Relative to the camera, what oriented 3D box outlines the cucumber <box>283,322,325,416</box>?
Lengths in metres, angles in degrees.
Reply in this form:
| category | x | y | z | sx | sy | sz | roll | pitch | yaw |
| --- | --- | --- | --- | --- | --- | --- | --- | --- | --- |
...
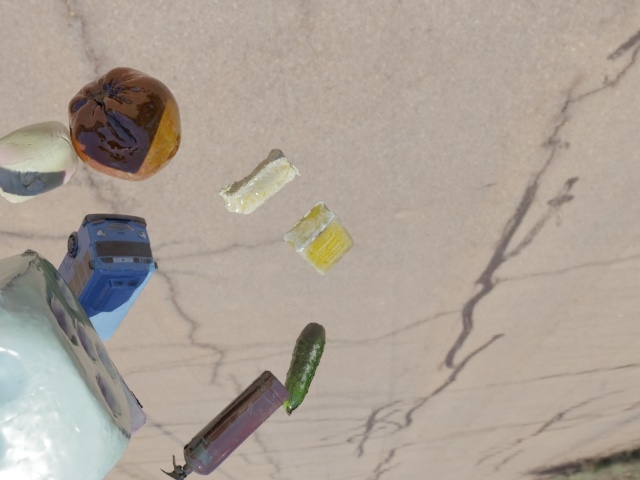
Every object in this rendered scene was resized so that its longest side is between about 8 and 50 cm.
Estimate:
| category | x | y | z | sx | sy | sz | roll | pitch | yaw |
| --- | --- | --- | --- | --- | --- | --- | --- | --- | --- |
| cucumber | -0.038 | 0.270 | 1.394 | 0.069 | 0.227 | 0.069 | 12 | 140 | 10 |

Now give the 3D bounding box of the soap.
| category | x | y | z | sx | sy | sz | roll | pitch | yaw |
| --- | --- | --- | --- | --- | --- | --- | --- | --- | --- |
| soap | 0.000 | 0.000 | 2.066 | 0.173 | 0.089 | 0.274 | -46 | 156 | -2 |

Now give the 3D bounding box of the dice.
| category | x | y | z | sx | sy | sz | roll | pitch | yaw |
| --- | --- | --- | --- | --- | --- | --- | --- | --- | --- |
| dice | -0.404 | 0.189 | 0.790 | 0.268 | 0.262 | 0.265 | -27 | -162 | -13 |

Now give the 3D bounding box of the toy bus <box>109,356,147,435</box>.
| category | x | y | z | sx | sy | sz | roll | pitch | yaw |
| --- | --- | --- | --- | --- | --- | --- | --- | --- | --- |
| toy bus | -0.512 | 0.301 | 1.435 | 0.138 | 0.317 | 0.112 | -32 | -170 | -23 |

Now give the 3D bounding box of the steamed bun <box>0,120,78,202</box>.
| category | x | y | z | sx | sy | sz | roll | pitch | yaw |
| --- | --- | --- | --- | --- | --- | --- | --- | --- | --- |
| steamed bun | -0.738 | -0.199 | 1.711 | 0.239 | 0.153 | 0.170 | -35 | 142 | -31 |

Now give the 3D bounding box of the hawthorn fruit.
| category | x | y | z | sx | sy | sz | roll | pitch | yaw |
| --- | --- | --- | --- | --- | --- | --- | --- | --- | --- |
| hawthorn fruit | -0.463 | -0.267 | 1.617 | 0.277 | 0.277 | 0.298 | -12 | 146 | 9 |

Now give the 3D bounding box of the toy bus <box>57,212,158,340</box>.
| category | x | y | z | sx | sy | sz | roll | pitch | yaw |
| --- | --- | --- | --- | --- | --- | --- | --- | --- | --- |
| toy bus | -0.375 | 0.069 | 1.111 | 0.116 | 0.133 | 0.234 | 4 | 140 | -41 |

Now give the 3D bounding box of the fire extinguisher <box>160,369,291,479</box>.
| category | x | y | z | sx | sy | sz | roll | pitch | yaw |
| --- | --- | --- | --- | --- | --- | --- | --- | --- | --- |
| fire extinguisher | -0.178 | 0.350 | 1.210 | 0.268 | 0.089 | 0.072 | -42 | 128 | -12 |

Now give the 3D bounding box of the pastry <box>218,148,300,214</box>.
| category | x | y | z | sx | sy | sz | roll | pitch | yaw |
| --- | --- | --- | --- | --- | --- | --- | --- | --- | --- |
| pastry | -0.194 | -0.180 | 2.049 | 0.258 | 0.089 | 0.121 | -36 | 111 | -4 |
